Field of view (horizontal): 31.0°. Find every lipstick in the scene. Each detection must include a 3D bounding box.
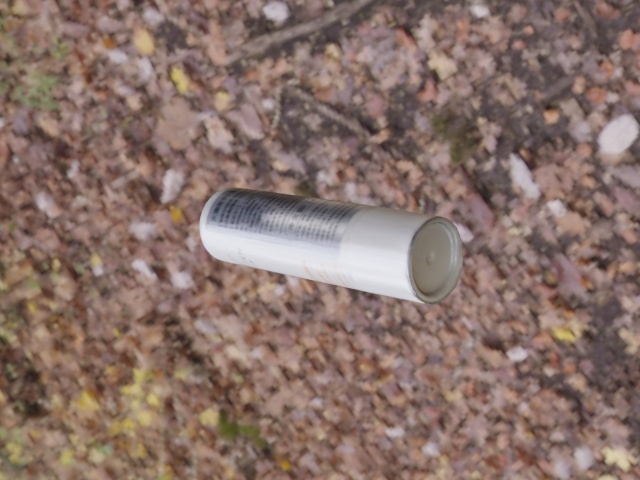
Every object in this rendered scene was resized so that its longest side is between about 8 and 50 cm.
[{"bbox_3d":[0.000,0.000,0.541,0.141,0.040,0.040,11,127,44],"label":"lipstick"}]
